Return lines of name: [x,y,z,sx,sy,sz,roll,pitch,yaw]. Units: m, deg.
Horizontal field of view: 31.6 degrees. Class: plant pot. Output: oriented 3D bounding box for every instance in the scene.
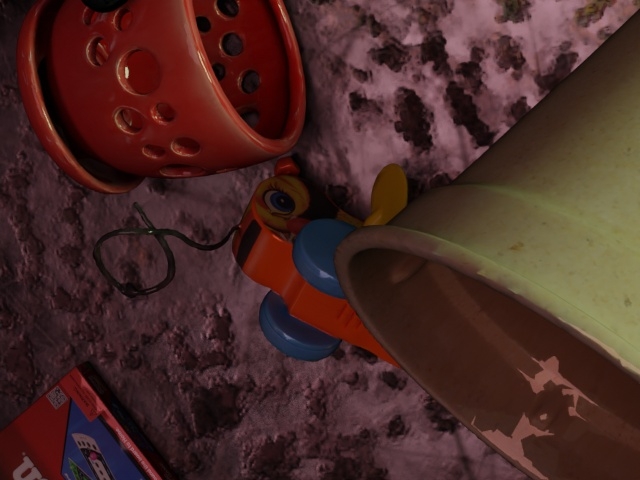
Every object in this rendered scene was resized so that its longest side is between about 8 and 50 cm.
plant pot: [-0.127,-0.138,0.884,0.174,0.191,0.191,-13,93,23]
plant pot: [0.230,-0.003,0.725,0.334,0.334,0.305,37,75,8]

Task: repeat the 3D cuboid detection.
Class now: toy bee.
toy bee: [0.000,0.000,0.893,0.298,0.162,0.195,38,125,-23]

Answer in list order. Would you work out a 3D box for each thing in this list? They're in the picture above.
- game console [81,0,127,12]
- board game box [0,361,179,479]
game console: [-0.219,-0.279,0.877,0.213,0.044,0.361,-55,49,15]
board game box: [-0.182,0.264,1.031,0.145,0.027,0.281,-40,86,18]
